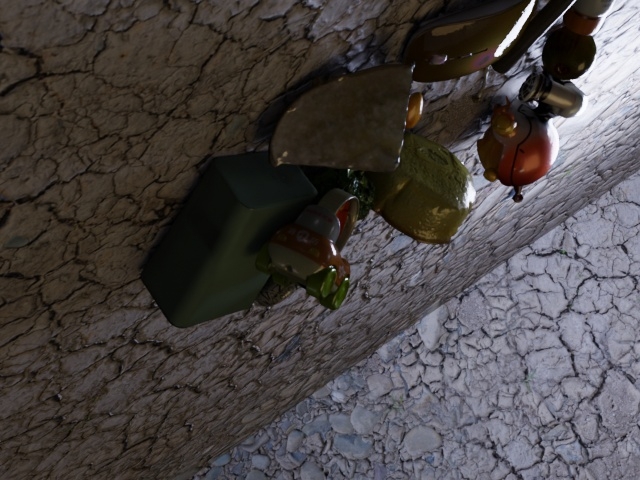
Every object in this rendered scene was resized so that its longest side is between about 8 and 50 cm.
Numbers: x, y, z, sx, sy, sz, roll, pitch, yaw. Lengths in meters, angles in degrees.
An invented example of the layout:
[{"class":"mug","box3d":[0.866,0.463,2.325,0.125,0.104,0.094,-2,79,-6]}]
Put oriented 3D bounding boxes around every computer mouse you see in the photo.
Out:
[{"class":"computer mouse","box3d":[0.299,-0.394,1.561,0.310,0.072,0.158,-23,155,-21]}]

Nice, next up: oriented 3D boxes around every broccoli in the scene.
[{"class":"broccoli","box3d":[0.028,-0.107,1.690,0.195,0.195,0.156,-11,114,-49]}]

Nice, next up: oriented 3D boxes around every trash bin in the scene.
[{"class":"trash bin","box3d":[-0.174,-0.002,1.582,0.223,0.158,0.343,-13,150,-46]}]

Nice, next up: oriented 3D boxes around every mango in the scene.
[{"class":"mango","box3d":[0.193,-0.279,1.716,0.060,0.046,0.089,-19,142,-43]}]

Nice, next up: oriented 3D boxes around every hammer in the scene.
[{"class":"hammer","box3d":[0.500,-0.501,1.645,0.168,0.044,0.440,22,140,-20]}]

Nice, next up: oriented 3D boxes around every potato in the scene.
[{"class":"potato","box3d":[0.035,-0.235,1.497,0.264,0.211,0.189,1,-164,-6]}]

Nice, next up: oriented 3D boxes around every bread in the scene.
[{"class":"bread","box3d":[0.222,-0.117,1.807,0.269,0.270,0.148,-17,149,-42]}]

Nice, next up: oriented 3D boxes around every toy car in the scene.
[{"class":"toy car","box3d":[0.000,0.000,1.537,0.235,0.145,0.235,-54,159,-32]}]

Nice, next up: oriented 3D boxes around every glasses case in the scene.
[{"class":"glasses case","box3d":[-0.024,0.009,1.805,0.355,0.085,0.137,-49,-165,-23]}]

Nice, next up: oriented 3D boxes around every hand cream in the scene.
[{"class":"hand cream","box3d":[0.600,-0.573,1.654,0.139,0.089,0.314,-18,148,-16]}]

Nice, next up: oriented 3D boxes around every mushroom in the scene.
[{"class":"mushroom","box3d":[0.368,-0.389,1.785,0.025,0.028,0.286,8,157,5]}]

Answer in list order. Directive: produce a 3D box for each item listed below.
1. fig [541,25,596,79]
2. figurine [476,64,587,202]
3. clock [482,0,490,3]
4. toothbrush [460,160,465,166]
[{"class":"fig","box3d":[0.611,-0.469,1.892,0.236,0.124,0.124,-47,168,-32]},{"class":"figurine","box3d":[0.526,-0.271,2.044,0.320,0.196,0.323,-19,145,-53]},{"class":"clock","box3d":[0.345,-0.478,1.555,0.083,0.010,0.074,-7,146,-52]},{"class":"toothbrush","box3d":[0.260,-0.174,2.066,0.364,0.041,0.041,-15,152,-45]}]
